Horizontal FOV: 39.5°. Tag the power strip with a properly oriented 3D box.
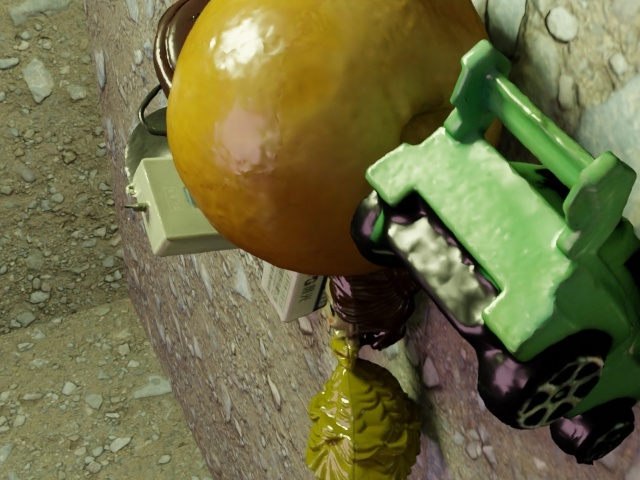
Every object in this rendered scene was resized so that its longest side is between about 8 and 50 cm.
[{"bbox_3d":[-0.046,-0.048,1.007,0.043,0.367,0.106,-51,53,48],"label":"power strip"}]

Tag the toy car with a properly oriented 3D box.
[{"bbox_3d":[0.167,0.028,0.696,0.358,0.176,0.213,35,-166,-51],"label":"toy car"}]

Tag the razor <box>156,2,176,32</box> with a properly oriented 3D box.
[{"bbox_3d":[-0.197,-0.316,1.529,0.349,0.113,0.204,-164,61,-66],"label":"razor"}]

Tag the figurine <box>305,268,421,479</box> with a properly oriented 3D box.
[{"bbox_3d":[0.050,0.151,1.177,0.168,0.187,0.315,13,121,30],"label":"figurine"}]

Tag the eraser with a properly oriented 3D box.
[{"bbox_3d":[0.000,0.000,1.245,0.086,0.130,0.287,61,155,25],"label":"eraser"}]

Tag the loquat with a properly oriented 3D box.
[{"bbox_3d":[0.010,-0.123,0.849,0.328,0.328,0.328,51,150,45],"label":"loquat"}]

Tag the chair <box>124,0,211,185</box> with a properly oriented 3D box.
[{"bbox_3d":[-0.133,-0.179,1.211,0.227,0.226,0.401,69,156,12],"label":"chair"}]
